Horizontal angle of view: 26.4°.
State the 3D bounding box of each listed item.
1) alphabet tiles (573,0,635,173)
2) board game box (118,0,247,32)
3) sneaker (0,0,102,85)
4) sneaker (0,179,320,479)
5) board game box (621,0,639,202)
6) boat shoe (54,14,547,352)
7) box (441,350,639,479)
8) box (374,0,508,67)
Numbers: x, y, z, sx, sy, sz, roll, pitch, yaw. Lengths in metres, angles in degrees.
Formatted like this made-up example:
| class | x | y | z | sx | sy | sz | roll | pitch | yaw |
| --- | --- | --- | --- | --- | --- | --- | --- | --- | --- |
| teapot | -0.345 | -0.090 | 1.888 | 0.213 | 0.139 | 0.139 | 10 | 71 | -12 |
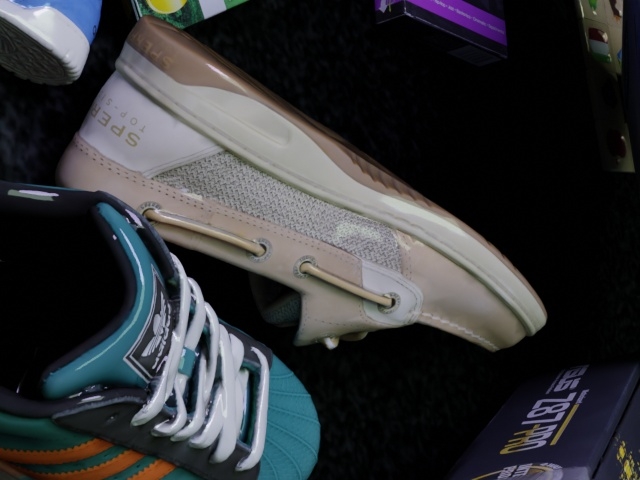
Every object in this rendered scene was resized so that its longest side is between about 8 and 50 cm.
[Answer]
| class | x | y | z | sx | sy | sz | roll | pitch | yaw |
| --- | --- | --- | --- | --- | --- | --- | --- | --- | --- |
| alphabet tiles | 0.276 | -0.147 | 1.125 | 0.237 | 0.009 | 0.198 | 2 | 77 | -50 |
| board game box | -0.064 | -0.232 | 0.623 | 0.136 | 0.030 | 0.260 | -27 | 122 | -19 |
| sneaker | -0.147 | -0.140 | 0.581 | 0.152 | 0.058 | 0.085 | 38 | 58 | -42 |
| sneaker | -0.087 | 0.051 | 0.546 | 0.302 | 0.121 | 0.108 | 26 | 60 | -43 |
| board game box | 0.234 | -0.103 | 0.837 | 0.319 | 0.065 | 0.318 | 77 | 12 | -50 |
| boat shoe | 0.000 | 0.000 | 0.695 | 0.302 | 0.109 | 0.098 | 30 | 96 | -41 |
| box | 0.171 | 0.285 | 0.740 | 0.318 | 0.097 | 0.395 | -20 | 94 | -67 |
| box | 0.074 | -0.204 | 0.888 | 0.116 | 0.029 | 0.162 | 13 | 70 | -48 |
